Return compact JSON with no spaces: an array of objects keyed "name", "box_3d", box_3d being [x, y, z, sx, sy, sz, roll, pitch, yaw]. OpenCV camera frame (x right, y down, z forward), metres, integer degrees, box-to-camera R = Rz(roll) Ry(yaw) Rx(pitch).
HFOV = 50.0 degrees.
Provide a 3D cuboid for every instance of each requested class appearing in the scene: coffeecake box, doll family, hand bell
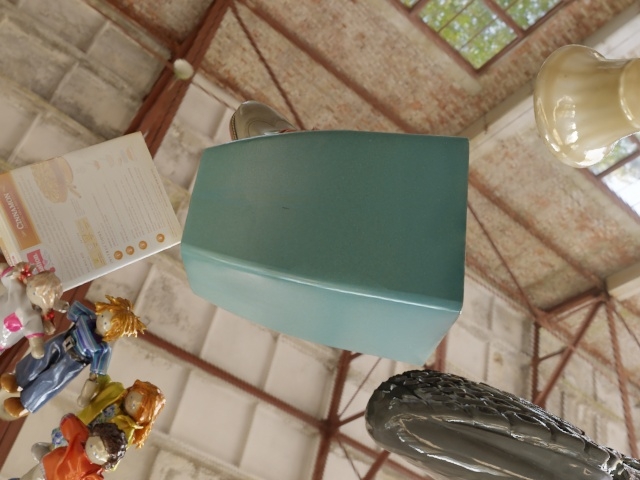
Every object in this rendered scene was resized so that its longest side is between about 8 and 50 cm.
[{"name":"coffeecake box","box_3d":[-0.274,-0.029,0.797,0.185,0.068,0.142,-25,-83,-34]},{"name":"doll family","box_3d":[-0.243,0.139,0.690,0.263,0.163,0.118,60,-164,19]},{"name":"hand bell","box_3d":[0.319,-0.137,0.598,0.126,0.242,0.126,0,-90,-28]}]

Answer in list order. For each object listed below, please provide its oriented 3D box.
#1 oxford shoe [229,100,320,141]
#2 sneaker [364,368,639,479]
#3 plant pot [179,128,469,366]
[{"name":"oxford shoe","box_3d":[-0.020,-0.121,0.986,0.123,0.130,0.348,-18,-130,-32]},{"name":"sneaker","box_3d":[0.141,0.177,0.430,0.286,0.109,0.130,29,-94,-18]},{"name":"plant pot","box_3d":[0.000,0.000,0.636,0.234,0.166,0.166,8,-116,1]}]
